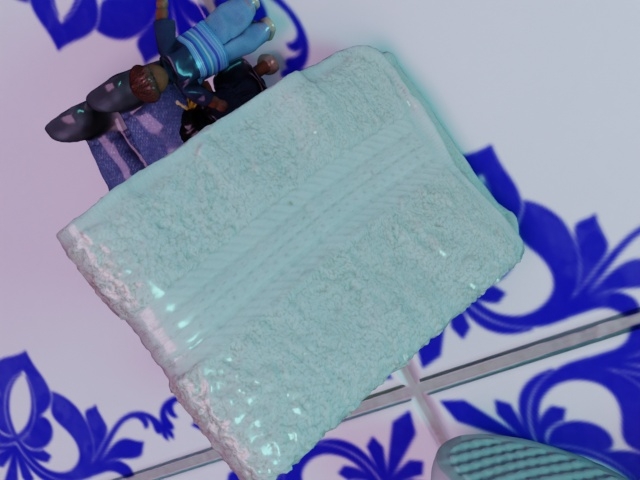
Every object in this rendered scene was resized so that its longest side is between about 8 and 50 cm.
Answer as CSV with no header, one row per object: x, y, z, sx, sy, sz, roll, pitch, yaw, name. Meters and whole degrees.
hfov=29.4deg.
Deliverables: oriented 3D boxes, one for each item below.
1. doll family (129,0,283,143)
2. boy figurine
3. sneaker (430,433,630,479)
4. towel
-0.053,-0.077,0.821,0.193,0.111,0.076,53,156,2,doll family
-0.093,0.015,0.911,0.177,0.092,0.285,-25,95,32,boy figurine
0.214,0.243,0.818,0.321,0.126,0.127,21,114,18,sneaker
0.000,0.000,0.740,0.187,0.282,0.049,53,142,-1,towel
